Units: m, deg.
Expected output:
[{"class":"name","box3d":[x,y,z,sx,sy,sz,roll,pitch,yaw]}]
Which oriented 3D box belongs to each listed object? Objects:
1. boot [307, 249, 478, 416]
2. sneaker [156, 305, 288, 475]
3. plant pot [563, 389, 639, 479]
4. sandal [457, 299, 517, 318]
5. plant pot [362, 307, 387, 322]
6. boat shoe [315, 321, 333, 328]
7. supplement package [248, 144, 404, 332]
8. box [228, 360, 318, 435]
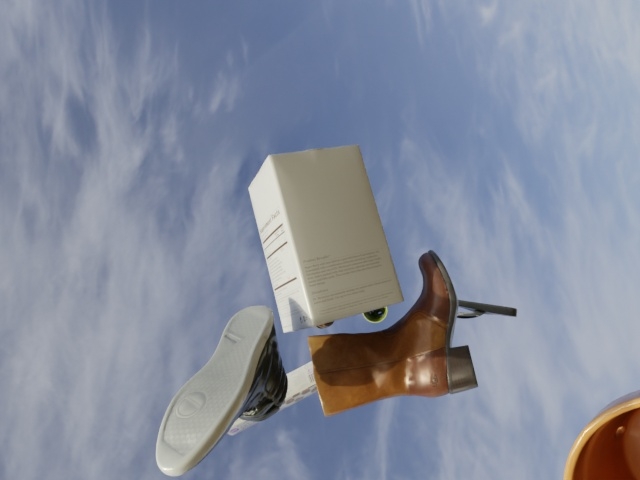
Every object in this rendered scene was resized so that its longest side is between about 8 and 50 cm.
[{"class":"boot","box3d":[0.116,0.165,0.891,0.096,0.280,0.264,42,-143,-68]},{"class":"sneaker","box3d":[-0.120,0.239,0.709,0.296,0.104,0.147,-62,-38,-56]},{"class":"plant pot","box3d":[0.484,0.313,0.617,0.203,0.290,0.291,-3,-96,-54]},{"class":"sandal","box3d":[0.462,0.215,1.485,0.097,0.254,0.055,29,-111,-69]},{"class":"plant pot","box3d":[0.184,0.226,1.614,0.079,0.083,0.083,6,-105,-77]},{"class":"boat shoe","box3d":[0.032,0.100,1.367,0.110,0.104,0.307,3,-89,-50]},{"class":"supplement package","box3d":[0.000,0.000,0.888,0.177,0.175,0.293,-11,-100,-22]},{"class":"box","box3d":[-0.122,0.424,1.321,0.067,0.324,0.063,64,-174,36]}]
